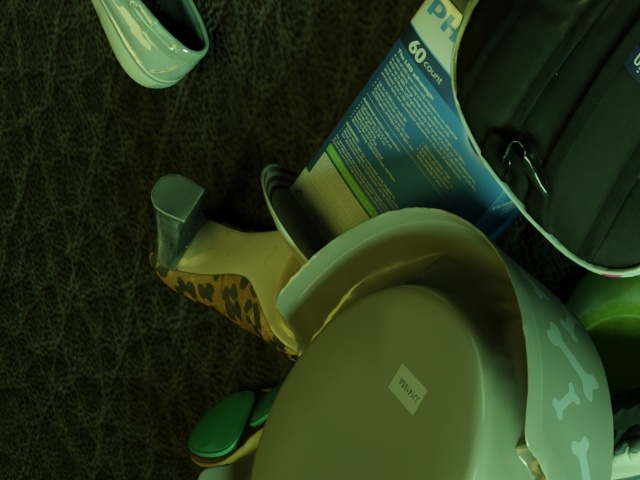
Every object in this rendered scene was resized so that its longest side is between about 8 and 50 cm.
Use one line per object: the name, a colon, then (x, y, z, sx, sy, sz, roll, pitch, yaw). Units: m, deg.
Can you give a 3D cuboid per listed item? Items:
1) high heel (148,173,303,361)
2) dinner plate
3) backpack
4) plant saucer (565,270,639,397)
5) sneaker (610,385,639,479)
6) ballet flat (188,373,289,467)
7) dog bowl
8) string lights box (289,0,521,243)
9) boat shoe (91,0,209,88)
high heel: (-0.033, 0.055, 1.656, 0.261, 0.093, 0.186, 37, 163, 11)
dinner plate: (0.000, 0.000, 1.516, 0.017, 0.141, 0.141, -39, 77, 19)
backpack: (0.201, -0.112, 1.158, 0.225, 0.191, 0.253, 52, 134, 21)
plant saucer: (0.242, 0.126, 1.370, 0.241, 0.037, 0.241, 27, 129, 40)
sneaker: (0.180, 0.173, 1.362, 0.275, 0.107, 0.110, -14, 112, 55)
ballet flat: (-0.039, 0.164, 1.700, 0.073, 0.080, 0.232, 36, 152, -15)
dog bowl: (0.054, 0.157, 1.333, 0.348, 0.102, 0.349, -32, 47, 42)
string lights box: (0.088, -0.065, 1.415, 0.133, 0.076, 0.260, 54, 142, 13)
boat shoe: (-0.159, -0.237, 1.626, 0.081, 0.079, 0.227, -26, 94, 44)
